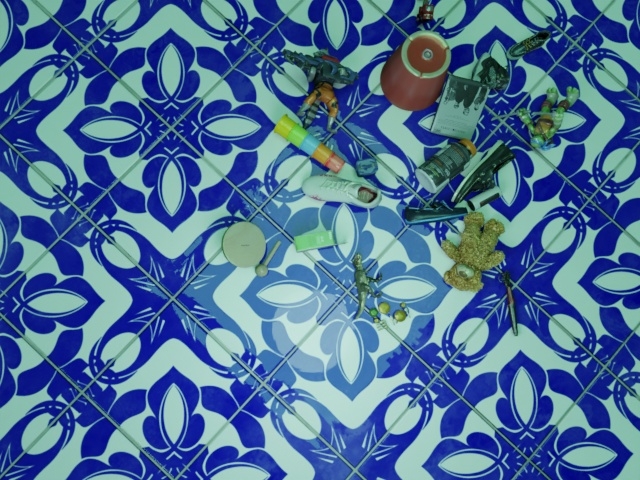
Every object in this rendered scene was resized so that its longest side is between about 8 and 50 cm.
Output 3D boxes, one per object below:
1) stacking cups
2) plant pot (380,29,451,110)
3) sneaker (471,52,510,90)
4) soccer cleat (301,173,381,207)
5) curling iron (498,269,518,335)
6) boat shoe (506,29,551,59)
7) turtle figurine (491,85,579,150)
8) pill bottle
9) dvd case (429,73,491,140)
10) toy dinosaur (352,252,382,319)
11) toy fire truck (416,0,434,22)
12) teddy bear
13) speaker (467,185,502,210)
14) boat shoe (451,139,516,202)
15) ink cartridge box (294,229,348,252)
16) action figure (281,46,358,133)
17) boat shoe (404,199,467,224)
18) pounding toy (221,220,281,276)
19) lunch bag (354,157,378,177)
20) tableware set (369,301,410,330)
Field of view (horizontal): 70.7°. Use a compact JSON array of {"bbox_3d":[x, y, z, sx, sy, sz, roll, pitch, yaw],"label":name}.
[{"bbox_3d":[-0.043,-0.388,1.860,0.316,0.096,0.096,38,84,0],"label":"stacking cups"},{"bbox_3d":[0.398,-0.699,1.834,0.275,0.243,0.274,0,84,-3],"label":"plant pot"},{"bbox_3d":[0.706,-0.654,1.915,0.153,0.101,0.268,24,83,0],"label":"sneaker"},{"bbox_3d":[0.090,-0.209,1.824,0.332,0.143,0.115,10,84,-2],"label":"soccer cleat"},{"bbox_3d":[0.779,0.259,1.864,0.068,0.035,0.273,-8,88,-41],"label":"curling iron"},{"bbox_3d":[0.898,-0.850,1.951,0.183,0.083,0.065,-27,86,-5],"label":"boat shoe"},{"bbox_3d":[0.925,-0.541,1.870,0.275,0.198,0.266,37,80,-3],"label":"turtle figurine"},{"bbox_3d":[0.523,-0.315,1.861,0.246,0.130,0.130,-38,88,-5],"label":"pill bottle"},{"bbox_3d":[0.578,-0.547,1.875,0.180,0.029,0.238,14,118,-1],"label":"dvd case"},{"bbox_3d":[0.191,0.185,1.835,0.118,0.064,0.268,-3,85,11],"label":"toy dinosaur"},{"bbox_3d":[0.445,-1.002,1.917,0.047,0.192,0.135,3,113,-2],"label":"toy fire truck"},{"bbox_3d":[0.627,0.042,1.844,0.245,0.113,0.338,41,84,4],"label":"teddy bear"},{"bbox_3d":[0.688,-0.177,1.895,0.136,0.055,0.055,-28,87,-5],"label":"speaker"},{"bbox_3d":[0.680,-0.263,1.866,0.113,0.127,0.340,40,75,15],"label":"boat shoe"},{"bbox_3d":[0.000,0.000,1.817,0.209,0.109,0.062,-10,86,-4],"label":"ink cartridge box"},{"bbox_3d":[-0.032,-0.641,1.847,0.342,0.179,0.330,15,78,-26],"label":"action figure"},{"bbox_3d":[0.476,-0.123,1.855,0.259,0.109,0.088,-6,82,-5],"label":"boat shoe"},{"bbox_3d":[-0.303,0.030,1.818,0.237,0.110,0.182,31,71,-29],"label":"pounding toy"},{"bbox_3d":[0.188,-0.304,1.876,0.099,0.065,0.067,-13,85,-4],"label":"lunch bag"},{"bbox_3d":[0.282,0.298,1.848,0.154,0.024,0.104,-23,83,-3],"label":"tableware set"}]
